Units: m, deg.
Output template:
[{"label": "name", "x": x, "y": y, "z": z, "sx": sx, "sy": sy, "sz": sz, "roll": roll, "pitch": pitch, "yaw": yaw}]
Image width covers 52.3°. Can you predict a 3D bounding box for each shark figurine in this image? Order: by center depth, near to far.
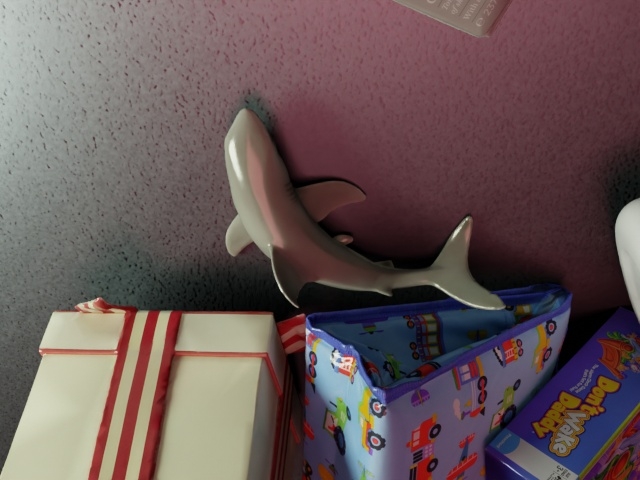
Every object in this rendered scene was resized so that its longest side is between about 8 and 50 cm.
[{"label": "shark figurine", "x": 0.011, "y": 0.022, "z": 0.594, "sx": 0.278, "sy": 0.116, "sz": 0.166, "roll": 27, "pitch": 125, "yaw": -15}]

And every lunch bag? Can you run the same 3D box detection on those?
[{"label": "lunch bag", "x": 0.140, "y": 0.168, "z": 0.642, "sx": 0.293, "sy": 0.138, "sz": 0.221, "roll": -10, "pitch": 116, "yaw": -26}]

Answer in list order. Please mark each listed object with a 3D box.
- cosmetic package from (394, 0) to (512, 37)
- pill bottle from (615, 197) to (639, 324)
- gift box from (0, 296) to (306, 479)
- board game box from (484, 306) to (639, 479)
[{"label": "cosmetic package", "x": 0.021, "y": -0.231, "z": 0.382, "sx": 0.238, "sy": 0.107, "sz": 0.127, "roll": 11, "pitch": 130, "yaw": -23}, {"label": "pill bottle", "x": 0.425, "y": 0.008, "z": 0.519, "sx": 0.323, "sy": 0.181, "sz": 0.181, "roll": -18, "pitch": 125, "yaw": 15}, {"label": "gift box", "x": -0.139, "y": 0.195, "z": 0.637, "sx": 0.255, "sy": 0.258, "sz": 0.276, "roll": 2, "pitch": 142, "yaw": 3}, {"label": "board game box", "x": 0.285, "y": 0.275, "z": 0.711, "sx": 0.233, "sy": 0.078, "sz": 0.347, "roll": -35, "pitch": 132, "yaw": -26}]
